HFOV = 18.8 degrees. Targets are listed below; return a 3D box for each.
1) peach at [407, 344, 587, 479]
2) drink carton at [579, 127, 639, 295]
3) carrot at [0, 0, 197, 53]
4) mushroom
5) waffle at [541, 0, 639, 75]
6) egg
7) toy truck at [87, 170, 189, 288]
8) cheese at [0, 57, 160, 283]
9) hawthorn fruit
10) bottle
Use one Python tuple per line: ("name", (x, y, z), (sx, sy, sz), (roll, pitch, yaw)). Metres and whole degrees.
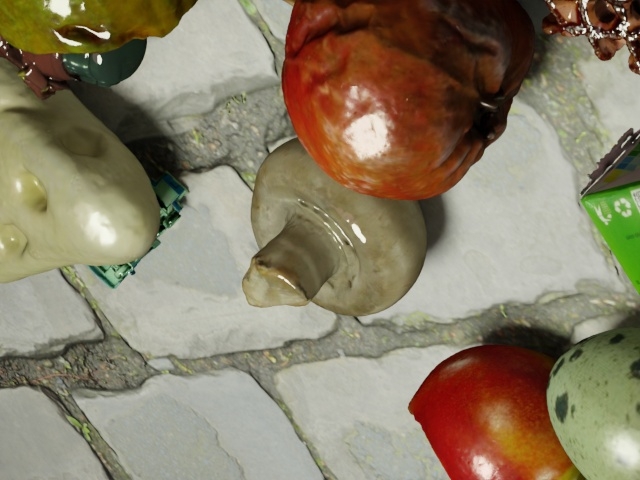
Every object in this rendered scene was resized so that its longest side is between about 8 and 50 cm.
("peach", (0.188, 0.205, 2.002), (0.192, 0.190, 0.190), (-1, 125, 24))
("drink carton", (0.355, 0.017, 1.660), (0.108, 0.161, 0.271), (-17, 112, 52))
("carrot", (-0.253, -0.342, 1.881), (0.241, 0.241, 0.341), (14, 136, 38))
("mushroom", (0.000, 0.000, 1.986), (0.204, 0.204, 0.204), (28, 141, 25))
("waffle", (0.248, -0.244, 1.612), (0.234, 0.055, 0.221), (35, 142, 7))
("egg", (0.313, 0.167, 1.846), (0.228, 0.177, 0.177), (24, 141, 47))
("toy truck", (-0.212, -0.023, 2.310), (0.067, 0.081, 0.175), (45, 126, 2))
("cheese", (-0.338, -0.033, 2.274), (0.351, 0.129, 0.328), (48, 134, 25))
("hawthorn fruit", (0.049, -0.173, 1.737), (0.271, 0.242, 0.242), (33, 143, 22))
("bottle", (-0.315, -0.242, 2.117), (0.271, 0.143, 0.156), (25, 116, 28))
